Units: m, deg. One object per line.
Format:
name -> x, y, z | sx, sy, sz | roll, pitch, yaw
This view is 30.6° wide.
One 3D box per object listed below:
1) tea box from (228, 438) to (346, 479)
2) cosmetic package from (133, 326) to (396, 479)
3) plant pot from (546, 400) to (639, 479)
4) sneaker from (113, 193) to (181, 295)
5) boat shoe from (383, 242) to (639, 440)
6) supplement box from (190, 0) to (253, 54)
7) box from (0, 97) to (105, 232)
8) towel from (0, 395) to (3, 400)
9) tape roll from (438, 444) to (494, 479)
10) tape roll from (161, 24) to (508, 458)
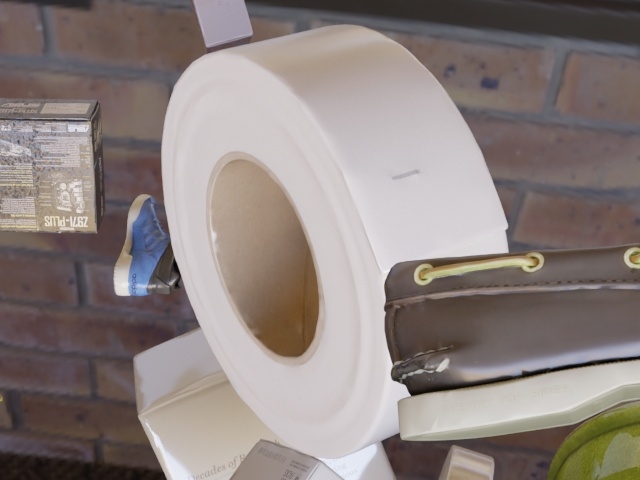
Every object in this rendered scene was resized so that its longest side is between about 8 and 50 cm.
tea box -> -0.008, 0.458, 1.332 | 0.329, 0.220, 0.323 | 41, 74, -15
cosmetic package -> -0.079, 0.338, 1.914 | 0.327, 0.393, 0.329 | -23, 14, -5
plant pot -> 0.239, 0.340, 0.665 | 0.366, 0.366, 0.353 | 23, 54, 17
sneaker -> -0.185, 0.006, 1.361 | 0.085, 0.058, 0.152 | 3, 41, 2
boat shoe -> 0.136, 0.022, 0.421 | 0.228, 0.081, 0.068 | -10, 75, 4
supplement box -> -0.153, -0.348, 1.736 | 0.073, 0.130, 0.239 | -16, 6, -3
box -> -0.354, -0.090, 1.400 | 0.180, 0.147, 0.077 | 0, 24, -3
towel -> -0.605, 0.280, 2.051 | 0.060, 0.009, 0.083 | 34, 43, 27
tape roll -> 0.181, 0.512, 1.805 | 0.072, 0.392, 0.392 | 17, 46, 6
tape roll -> 0.000, 0.000, 0.799 | 0.100, 0.286, 0.286 | -18, 49, -30
